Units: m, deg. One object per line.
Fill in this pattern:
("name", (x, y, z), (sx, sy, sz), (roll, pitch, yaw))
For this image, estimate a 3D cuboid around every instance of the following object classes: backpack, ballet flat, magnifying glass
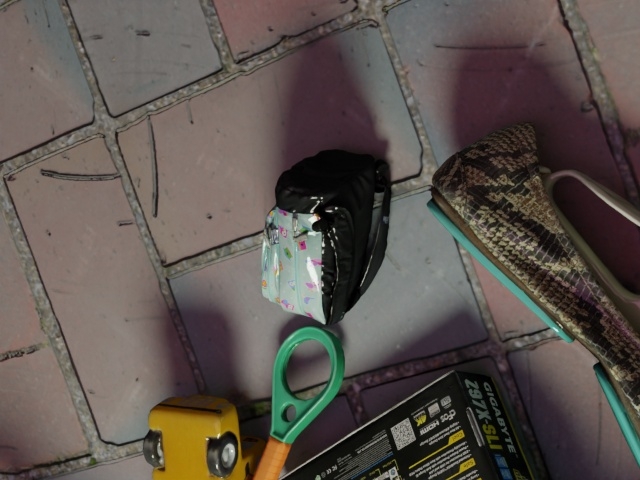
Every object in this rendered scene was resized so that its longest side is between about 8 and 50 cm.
("backpack", (0.000, 0.000, 1.408), (0.115, 0.152, 0.182), (20, 122, 28))
("ballet flat", (0.305, 0.082, 1.261), (0.182, 0.164, 0.482), (-37, 81, 9))
("magnifying glass", (-0.038, 0.211, 1.486), (0.092, 0.026, 0.231), (22, 93, 37))

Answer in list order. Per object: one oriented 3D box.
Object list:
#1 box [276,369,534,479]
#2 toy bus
("box", (0.094, 0.329, 1.402), (0.322, 0.079, 0.257), (-37, 59, 29))
("toy bus", (-0.127, 0.350, 1.547), (0.108, 0.130, 0.332), (2, 102, 28))
